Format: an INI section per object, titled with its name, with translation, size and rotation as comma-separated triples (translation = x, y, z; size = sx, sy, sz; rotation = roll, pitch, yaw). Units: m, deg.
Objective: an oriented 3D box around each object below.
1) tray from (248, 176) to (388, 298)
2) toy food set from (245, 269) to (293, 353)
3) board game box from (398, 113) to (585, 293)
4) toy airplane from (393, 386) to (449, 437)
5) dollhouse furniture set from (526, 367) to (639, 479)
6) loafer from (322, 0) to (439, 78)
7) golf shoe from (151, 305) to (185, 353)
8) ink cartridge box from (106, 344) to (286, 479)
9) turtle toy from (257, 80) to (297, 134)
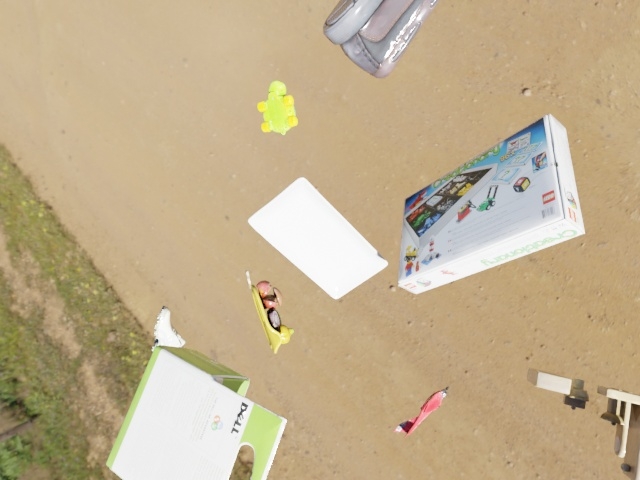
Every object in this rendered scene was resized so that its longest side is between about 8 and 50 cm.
[tray]
translation = 0.000, 0.000, 0.885
size = 0.145, 0.030, 0.270
rotation = -36, 119, 20
[toy food set]
translation = -0.119, 0.165, 1.095
size = 0.128, 0.071, 0.218
rotation = 98, 151, -61
[board game box]
translation = 0.253, -0.046, 0.723
size = 0.305, 0.053, 0.193
rotation = -32, 40, 49
[toy airplane]
translation = 0.212, 0.356, 0.917
size = 0.028, 0.151, 0.151
rotation = 47, 124, 20
[dollhouse furniture set]
translation = 0.430, 0.297, 0.740
size = 0.151, 0.144, 0.123
rotation = 10, 81, 19
[loafer]
translation = 0.130, -0.327, 0.515
size = 0.302, 0.095, 0.109
rotation = -49, 28, 3
[golf shoe]
translation = -0.413, 0.257, 1.217
size = 0.069, 0.086, 0.176
rotation = -105, 25, -62
[ink cartridge box]
translation = -0.160, 0.287, 0.635
size = 0.255, 0.097, 0.189
rotation = 16, 81, 30
[turtle toy]
translation = -0.101, -0.326, 1.089
size = 0.095, 0.066, 0.130
rotation = -6, 102, 19
